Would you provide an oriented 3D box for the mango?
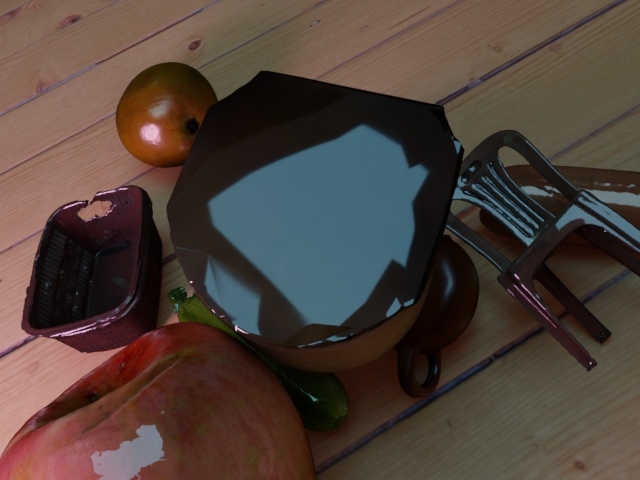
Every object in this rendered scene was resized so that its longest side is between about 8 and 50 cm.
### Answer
[{"bbox_3d":[-0.318,-0.268,1.400,0.211,0.173,0.317,-32,38,-2],"label":"mango"}]

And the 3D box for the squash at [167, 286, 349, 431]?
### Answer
[{"bbox_3d":[-0.102,0.165,1.026,0.378,0.101,0.101,27,64,34],"label":"squash"}]

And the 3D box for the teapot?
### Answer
[{"bbox_3d":[0.158,0.102,0.986,0.178,0.135,0.252,-16,60,50],"label":"teapot"}]

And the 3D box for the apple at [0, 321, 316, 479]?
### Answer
[{"bbox_3d":[-0.171,0.292,0.780,0.363,0.364,0.364,-9,50,11],"label":"apple"}]

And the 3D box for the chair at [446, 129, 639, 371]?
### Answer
[{"bbox_3d":[0.292,-0.012,0.908,0.326,0.183,0.176,44,104,18],"label":"chair"}]

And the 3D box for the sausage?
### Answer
[{"bbox_3d":[0.393,-0.051,1.029,0.304,0.121,0.121,7,55,24],"label":"sausage"}]

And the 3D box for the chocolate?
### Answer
[{"bbox_3d":[0.000,0.000,0.873,0.314,0.297,0.326,14,77,13],"label":"chocolate"}]

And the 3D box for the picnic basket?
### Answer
[{"bbox_3d":[-0.372,0.063,1.171,0.222,0.129,0.297,-14,49,8],"label":"picnic basket"}]
